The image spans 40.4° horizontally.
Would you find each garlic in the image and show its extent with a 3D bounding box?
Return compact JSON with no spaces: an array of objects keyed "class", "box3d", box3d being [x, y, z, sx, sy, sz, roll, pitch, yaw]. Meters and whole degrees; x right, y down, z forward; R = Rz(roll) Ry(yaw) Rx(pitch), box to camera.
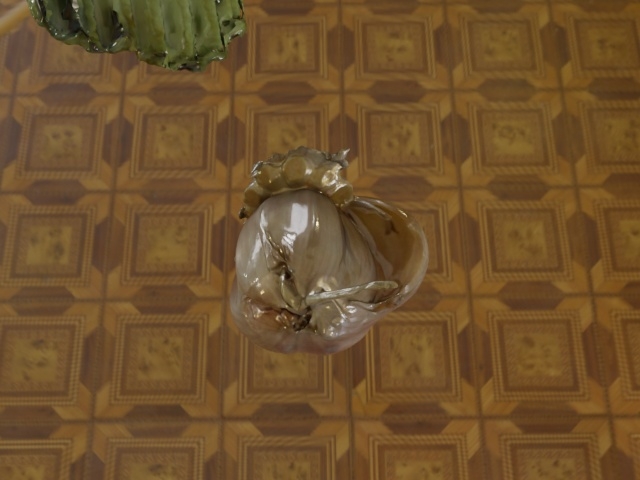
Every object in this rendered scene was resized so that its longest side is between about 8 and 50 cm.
[{"class":"garlic","box3d":[0.000,0.000,0.826,0.207,0.256,0.207,2,77,-9]}]

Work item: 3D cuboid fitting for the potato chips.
[{"class":"potato chips","box3d":[-0.260,-0.439,1.228,0.359,0.070,0.429,-7,84,-43]}]
